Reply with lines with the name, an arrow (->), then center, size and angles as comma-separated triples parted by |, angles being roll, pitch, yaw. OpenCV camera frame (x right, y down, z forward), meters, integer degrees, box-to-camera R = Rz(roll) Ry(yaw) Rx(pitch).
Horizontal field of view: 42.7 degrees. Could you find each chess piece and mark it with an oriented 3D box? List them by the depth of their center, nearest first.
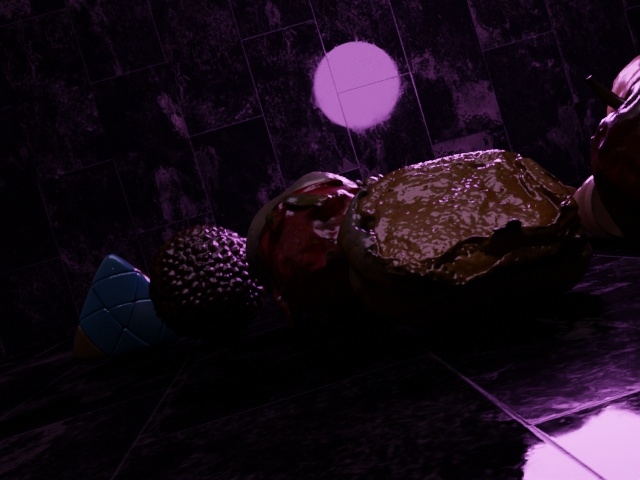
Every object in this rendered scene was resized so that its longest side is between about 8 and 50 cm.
chess piece -> 0.442, -0.046, 1.500 | 0.117, 0.117, 0.397 | -17, -1, -13

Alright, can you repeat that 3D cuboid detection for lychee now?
lychee -> -0.216, 0.088, 1.586 | 0.236, 0.236, 0.271 | -17, 27, -7

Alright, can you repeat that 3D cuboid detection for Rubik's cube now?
Rubik's cube -> -0.437, 0.155, 1.733 | 0.254, 0.254, 0.254 | -17, 2, 0

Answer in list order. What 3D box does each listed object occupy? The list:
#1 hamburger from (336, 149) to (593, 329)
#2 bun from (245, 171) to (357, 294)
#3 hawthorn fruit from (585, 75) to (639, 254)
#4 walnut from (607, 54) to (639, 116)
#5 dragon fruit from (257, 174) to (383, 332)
hamburger -> 0.172, 0.002, 1.030 | 0.318, 0.158, 0.319 | -13, 24, 6
bun -> 0.000, 0.005, 1.528 | 0.273, 0.273, 0.168 | -17, 23, -4
hawthorn fruit -> 0.398, -0.100, 0.910 | 0.210, 0.266, 0.230 | 7, -59, -49
walnut -> 0.878, -0.308, 1.954 | 0.383, 0.384, 0.383 | -17, 2, 0
dragon fruit -> 0.032, 0.018, 1.292 | 0.237, 0.231, 0.302 | -12, 3, -30
